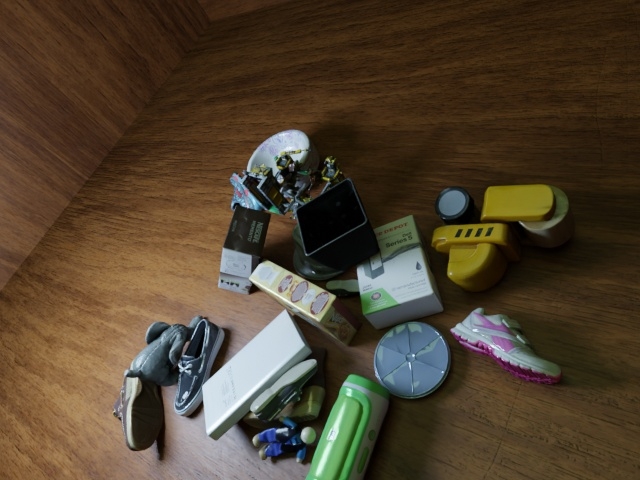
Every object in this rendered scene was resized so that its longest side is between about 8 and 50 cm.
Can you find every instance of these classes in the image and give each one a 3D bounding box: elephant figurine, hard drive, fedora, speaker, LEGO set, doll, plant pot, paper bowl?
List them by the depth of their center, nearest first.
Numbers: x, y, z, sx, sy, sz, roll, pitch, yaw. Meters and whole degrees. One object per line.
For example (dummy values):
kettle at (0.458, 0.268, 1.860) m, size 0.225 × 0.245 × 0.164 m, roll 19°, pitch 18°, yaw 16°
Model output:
speaker at (0.065, 0.480, 1.020) m, size 0.131 × 0.131 × 0.297 m, roll 8°, pitch 62°, yaw 36°
doll at (-0.084, 0.516, 1.107) m, size 0.188 × 0.046 × 0.129 m, roll -30°, pitch 86°, yaw 30°
plant pot at (0.062, -0.024, 1.213) m, size 0.188 × 0.167 × 0.188 m, roll -29°, pitch 45°, yaw 13°
hard drive at (-0.195, 0.379, 1.263) m, size 0.353 × 0.047 × 0.233 m, roll -43°, pitch 24°, yaw -2°
LEGO set at (-0.097, -0.205, 1.399) m, size 0.331 × 0.192 × 0.255 m, roll 29°, pitch 77°, yaw 38°
fedora at (0.000, 0.000, 1.419) m, size 0.275 × 0.124 × 0.244 m, roll 15°, pitch 66°, yaw 38°
elephant figurine at (-0.509, 0.344, 1.433) m, size 0.240 × 0.169 × 0.186 m, roll -60°, pitch 22°, yaw -8°
paper bowl at (-0.136, -0.285, 1.701) m, size 0.284 × 0.148 × 0.285 m, roll -16°, pitch 50°, yaw 20°

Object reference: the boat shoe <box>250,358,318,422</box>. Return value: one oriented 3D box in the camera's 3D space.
boat shoe at (-0.083, 0.393, 1.124) m, size 0.206 × 0.065 × 0.075 m, roll -37°, pitch 10°, yaw -10°

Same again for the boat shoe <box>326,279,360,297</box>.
boat shoe at (0.082, 0.149, 1.317) m, size 0.132 × 0.042 × 0.049 m, roll -3°, pitch 36°, yaw 31°

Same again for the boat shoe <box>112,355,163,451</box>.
boat shoe at (-0.606, 0.542, 1.407) m, size 0.123 × 0.123 × 0.342 m, roll -41°, pitch 42°, yaw 10°

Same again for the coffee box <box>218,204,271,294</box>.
coffee box at (-0.256, 0.039, 1.432) m, size 0.118 × 0.297 × 0.168 m, roll 15°, pitch 58°, yaw -7°

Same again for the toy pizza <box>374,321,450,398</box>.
toy pizza at (0.235, 0.306, 1.107) m, size 0.201 × 0.032 × 0.201 m, roll -17°, pitch 49°, yaw 21°

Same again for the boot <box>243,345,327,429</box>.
boot at (-0.094, 0.414, 1.218) m, size 0.248 × 0.090 × 0.207 m, roll -18°, pitch 38°, yaw 22°

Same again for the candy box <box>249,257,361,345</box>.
candy box at (-0.049, 0.178, 1.275) m, size 0.316 × 0.183 × 0.088 m, roll 24°, pitch 72°, yaw 41°

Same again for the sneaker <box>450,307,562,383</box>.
sneaker at (0.432, 0.231, 0.991) m, size 0.252 × 0.103 × 0.111 m, roll 28°, pitch 76°, yaw 41°

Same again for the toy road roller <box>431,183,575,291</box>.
toy road roller at (0.449, 0.005, 1.092) m, size 0.329 × 0.202 × 0.241 m, roll -2°, pitch 69°, yaw 37°

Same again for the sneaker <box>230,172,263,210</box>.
sneaker at (-0.334, -0.185, 1.783) m, size 0.125 × 0.104 × 0.262 m, roll -43°, pitch 46°, yaw 0°

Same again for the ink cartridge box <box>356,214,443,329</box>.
ink cartridge box at (0.212, 0.088, 1.226) m, size 0.198 × 0.115 × 0.273 m, roll -21°, pitch 48°, yaw 18°

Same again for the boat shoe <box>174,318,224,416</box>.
boat shoe at (-0.409, 0.403, 1.389) m, size 0.108 × 0.102 × 0.302 m, roll 1°, pitch 58°, yaw 32°
